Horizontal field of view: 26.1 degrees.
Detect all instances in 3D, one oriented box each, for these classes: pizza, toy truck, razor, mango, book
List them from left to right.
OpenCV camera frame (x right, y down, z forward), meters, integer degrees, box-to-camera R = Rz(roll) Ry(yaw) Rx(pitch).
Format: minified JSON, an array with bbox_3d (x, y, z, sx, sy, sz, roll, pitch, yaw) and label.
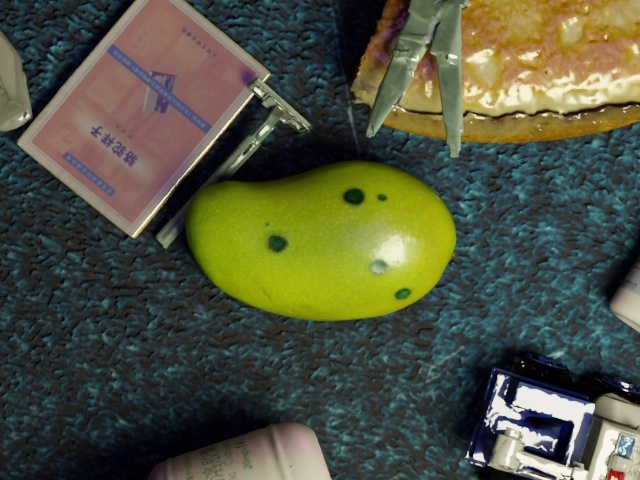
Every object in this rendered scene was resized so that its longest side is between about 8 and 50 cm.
[{"bbox_3d":[-0.195,-0.147,1.525,0.170,0.018,0.242,39,89,-5],"label":"book"},{"bbox_3d":[-0.108,-0.074,1.521,0.084,0.036,0.211,40,92,-19],"label":"razor"},{"bbox_3d":[0.000,0.000,1.488,0.293,0.143,0.175,1,98,1],"label":"mango"},{"bbox_3d":[0.238,-0.311,1.510,0.440,0.130,0.406,-6,84,4],"label":"pizza"},{"bbox_3d":[0.275,0.220,1.500,0.213,0.177,0.161,16,90,-5],"label":"toy truck"}]

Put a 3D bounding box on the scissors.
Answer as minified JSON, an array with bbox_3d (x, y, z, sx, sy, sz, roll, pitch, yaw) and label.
[{"bbox_3d":[0.133,-0.275,1.435,0.256,0.029,0.383,8,80,11],"label":"scissors"}]

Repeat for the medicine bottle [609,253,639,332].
[{"bbox_3d":[0.412,0.025,1.540,0.103,0.103,0.187,33,90,-5],"label":"medicine bottle"}]

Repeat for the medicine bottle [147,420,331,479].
[{"bbox_3d":[-0.118,0.341,1.438,0.302,0.241,0.241,-18,94,-4],"label":"medicine bottle"}]

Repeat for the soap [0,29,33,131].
[{"bbox_3d":[-0.549,-0.224,1.399,0.350,0.213,0.435,-35,94,-2],"label":"soap"}]
